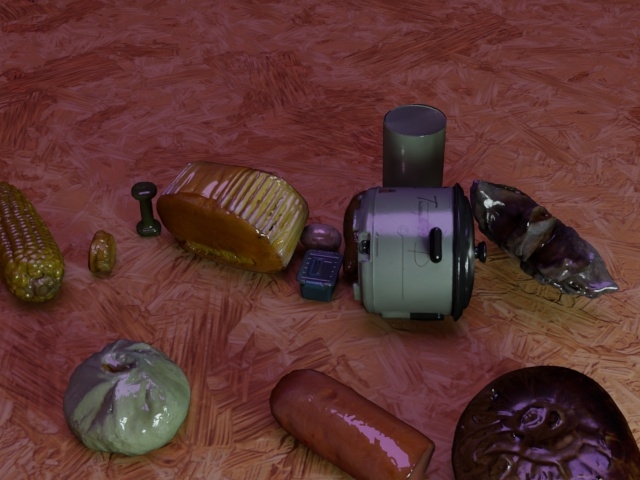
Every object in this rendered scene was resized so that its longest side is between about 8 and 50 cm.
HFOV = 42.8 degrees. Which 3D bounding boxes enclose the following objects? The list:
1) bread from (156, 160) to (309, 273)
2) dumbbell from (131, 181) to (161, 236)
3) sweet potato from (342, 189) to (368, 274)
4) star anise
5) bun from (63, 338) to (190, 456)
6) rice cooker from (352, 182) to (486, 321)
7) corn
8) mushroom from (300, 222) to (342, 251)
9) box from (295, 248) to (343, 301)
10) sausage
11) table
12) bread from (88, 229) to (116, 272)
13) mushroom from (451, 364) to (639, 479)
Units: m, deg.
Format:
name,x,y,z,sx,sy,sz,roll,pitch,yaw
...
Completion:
name,x,y,z,sx,sy,sz,roll,pitch,yaw
bread,-0.174,-0.041,1.565,0.288,0.204,0.156,17,63,26
dumbbell,-0.348,-0.062,1.635,0.052,0.118,0.046,-6,42,-9
sweet potato,0.073,-0.015,1.613,0.067,0.067,0.274,4,40,6
star anise,0.387,0.002,1.471,0.331,0.118,0.332,33,6,-4
bun,-0.298,0.235,1.260,0.195,0.118,0.195,2,39,-2
rice cooker,0.176,0.020,1.433,0.226,0.280,0.241,0,82,7
corn,-0.583,-0.004,1.571,0.120,0.120,0.363,-22,40,-25
mushroom,0.000,0.000,1.596,0.083,0.068,0.083,7,5,-1
box,-0.001,0.067,1.518,0.074,0.054,0.099,10,39,10
sausage,0.038,0.277,1.207,0.259,0.114,0.113,28,46,29
table,0.188,-0.150,1.659,0.126,0.220,0.126,-2,39,1
bread,-0.419,0.023,1.565,0.046,0.081,0.083,9,71,-3
mushroom,0.321,0.296,1.134,0.278,0.163,0.297,-8,37,-9
